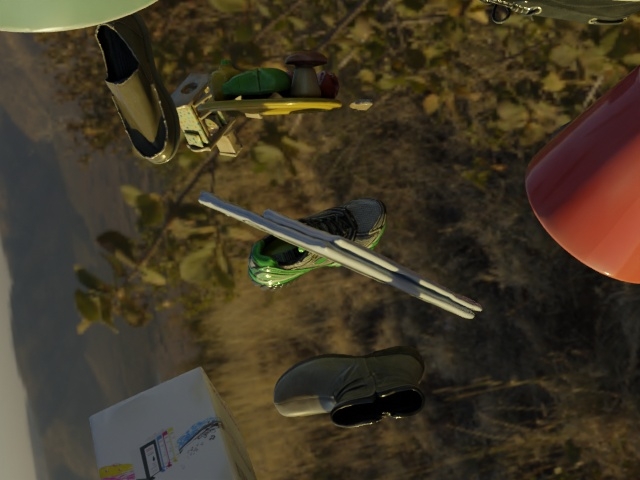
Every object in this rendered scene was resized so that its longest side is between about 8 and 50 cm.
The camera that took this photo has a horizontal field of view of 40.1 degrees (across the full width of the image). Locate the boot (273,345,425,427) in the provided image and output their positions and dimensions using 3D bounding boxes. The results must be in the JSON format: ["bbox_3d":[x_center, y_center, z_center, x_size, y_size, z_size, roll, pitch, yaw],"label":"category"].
[{"bbox_3d":[0.031,0.219,1.256,0.161,0.247,0.083,-48,-59,-74],"label":"boot"}]

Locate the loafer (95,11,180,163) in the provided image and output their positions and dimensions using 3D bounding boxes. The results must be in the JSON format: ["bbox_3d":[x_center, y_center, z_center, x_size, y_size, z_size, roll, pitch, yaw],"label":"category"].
[{"bbox_3d":[-0.300,-0.239,1.386,0.087,0.094,0.251,-34,-72,-63],"label":"loafer"}]

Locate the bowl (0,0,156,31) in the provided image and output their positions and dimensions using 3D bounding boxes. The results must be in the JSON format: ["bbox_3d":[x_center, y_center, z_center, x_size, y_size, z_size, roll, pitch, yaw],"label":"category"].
[{"bbox_3d":[-0.253,-0.346,0.762,0.163,0.312,0.311,101,153,-56],"label":"bowl"}]

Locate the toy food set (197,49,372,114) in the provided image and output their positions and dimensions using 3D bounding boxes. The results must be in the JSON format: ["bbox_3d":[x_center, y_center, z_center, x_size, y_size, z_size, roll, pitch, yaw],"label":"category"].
[{"bbox_3d":[-0.044,-0.194,1.075,0.128,0.218,0.071,-37,-54,-83],"label":"toy food set"}]

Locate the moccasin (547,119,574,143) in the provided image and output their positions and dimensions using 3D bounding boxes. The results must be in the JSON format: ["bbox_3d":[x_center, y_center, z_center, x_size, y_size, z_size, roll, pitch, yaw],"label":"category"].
[{"bbox_3d":[0.624,-0.170,1.672,0.139,0.380,0.146,35,-120,-64],"label":"moccasin"}]

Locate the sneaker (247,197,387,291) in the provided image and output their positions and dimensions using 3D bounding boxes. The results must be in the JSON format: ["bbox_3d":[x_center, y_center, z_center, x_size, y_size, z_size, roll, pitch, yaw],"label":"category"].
[{"bbox_3d":[0.000,0.000,1.951,0.134,0.344,0.146,58,167,17],"label":"sneaker"}]

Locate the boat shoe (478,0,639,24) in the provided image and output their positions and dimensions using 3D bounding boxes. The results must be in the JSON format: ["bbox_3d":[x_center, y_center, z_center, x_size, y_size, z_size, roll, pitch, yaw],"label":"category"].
[{"bbox_3d":[0.365,-0.479,1.571,0.156,0.501,0.186,107,168,-68],"label":"boat shoe"}]

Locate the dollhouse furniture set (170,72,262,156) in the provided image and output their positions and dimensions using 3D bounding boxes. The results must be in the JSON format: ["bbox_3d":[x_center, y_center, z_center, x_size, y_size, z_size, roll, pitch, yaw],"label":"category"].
[{"bbox_3d":[-0.173,-0.205,1.629,0.161,0.101,0.181,11,142,33],"label":"dollhouse furniture set"}]

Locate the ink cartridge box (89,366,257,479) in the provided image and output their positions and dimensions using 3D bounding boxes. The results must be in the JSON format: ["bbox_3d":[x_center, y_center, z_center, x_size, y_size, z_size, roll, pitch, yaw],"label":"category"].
[{"bbox_3d":[-0.174,0.323,1.131,0.171,0.168,0.232,69,176,-46],"label":"ink cartridge box"}]

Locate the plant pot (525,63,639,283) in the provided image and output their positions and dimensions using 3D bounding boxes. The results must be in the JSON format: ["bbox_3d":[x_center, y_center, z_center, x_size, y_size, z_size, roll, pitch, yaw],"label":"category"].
[{"bbox_3d":[0.480,-0.115,1.284,0.243,0.275,0.274,-59,42,44],"label":"plant pot"}]

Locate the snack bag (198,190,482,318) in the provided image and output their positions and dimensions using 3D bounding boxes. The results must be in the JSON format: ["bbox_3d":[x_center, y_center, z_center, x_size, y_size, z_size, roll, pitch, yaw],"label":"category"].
[{"bbox_3d":[0.025,0.015,1.305,0.343,0.323,0.037,21,88,51],"label":"snack bag"}]
